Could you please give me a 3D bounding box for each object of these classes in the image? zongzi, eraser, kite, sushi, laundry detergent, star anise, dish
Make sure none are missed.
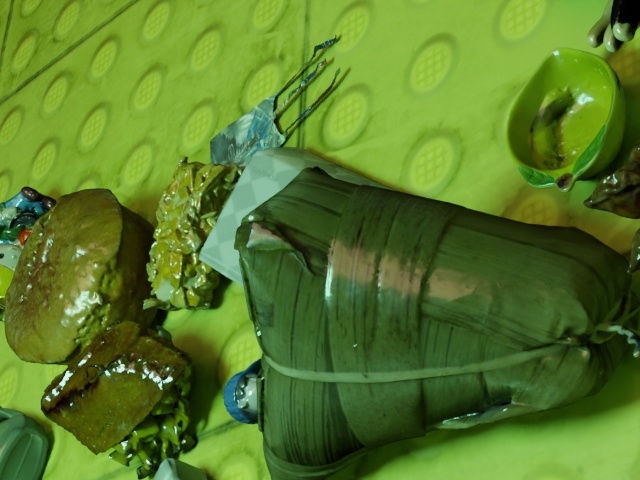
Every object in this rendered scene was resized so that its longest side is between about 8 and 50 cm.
[{"bbox_3d":[0.162,0.175,1.604,0.500,0.466,0.218,13,40,23],"label":"zongzi"},{"bbox_3d":[-0.001,0.000,1.916,0.397,0.082,0.213,29,92,55],"label":"eraser"},{"bbox_3d":[-0.070,-0.174,2.182,0.310,0.015,0.169,-41,40,31],"label":"kite"},{"bbox_3d":[-0.277,0.227,2.065,0.296,0.179,0.166,-36,25,27],"label":"sushi"},{"bbox_3d":[-0.550,0.357,2.358,0.253,0.091,0.181,2,67,52],"label":"laundry detergent"},{"bbox_3d":[0.371,-0.053,1.447,0.196,0.111,0.212,6,66,44],"label":"star anise"},{"bbox_3d":[0.292,-0.124,1.635,0.149,0.080,0.207,-24,48,36],"label":"dish"}]

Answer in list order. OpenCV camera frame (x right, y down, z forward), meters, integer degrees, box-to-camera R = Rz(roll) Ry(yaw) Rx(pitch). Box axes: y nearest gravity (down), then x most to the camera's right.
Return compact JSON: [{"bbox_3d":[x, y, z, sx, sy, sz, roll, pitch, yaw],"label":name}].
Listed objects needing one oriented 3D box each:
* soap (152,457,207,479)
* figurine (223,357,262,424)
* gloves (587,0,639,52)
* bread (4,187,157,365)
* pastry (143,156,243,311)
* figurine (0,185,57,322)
[{"bbox_3d":[-0.217,0.389,1.912,0.183,0.064,0.121,-59,15,4],"label":"soap"},{"bbox_3d":[-0.060,0.211,1.866,0.149,0.086,0.087,25,112,44],"label":"figurine"},{"bbox_3d":[0.300,-0.323,1.659,0.152,0.197,0.301,-58,33,24],"label":"gloves"},{"bbox_3d":[-0.371,0.066,2.255,0.312,0.172,0.312,-30,48,40],"label":"bread"},{"bbox_3d":[-0.196,-0.001,2.142,0.154,0.102,0.249,-3,67,51],"label":"pastry"},{"bbox_3d":[-0.538,0.026,2.554,0.185,0.127,0.234,-38,31,18],"label":"figurine"}]
